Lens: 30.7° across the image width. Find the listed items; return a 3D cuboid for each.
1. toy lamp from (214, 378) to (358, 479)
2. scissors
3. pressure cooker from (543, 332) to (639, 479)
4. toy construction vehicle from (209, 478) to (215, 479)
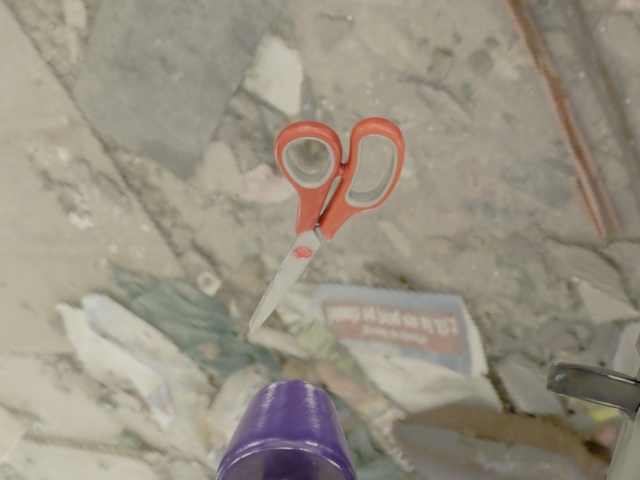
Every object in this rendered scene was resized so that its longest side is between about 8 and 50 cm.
[{"bbox_3d":[-0.020,0.175,0.554,0.080,0.274,0.080,1,124,1],"label":"toy lamp"},{"bbox_3d":[0.000,0.000,1.035,0.109,0.021,0.297,4,137,-8],"label":"scissors"},{"bbox_3d":[0.300,0.191,0.511,0.370,0.420,0.375,17,177,-25],"label":"pressure cooker"},{"bbox_3d":[-0.129,0.273,1.213,0.098,0.086,0.035,-171,73,-68],"label":"toy construction vehicle"}]
